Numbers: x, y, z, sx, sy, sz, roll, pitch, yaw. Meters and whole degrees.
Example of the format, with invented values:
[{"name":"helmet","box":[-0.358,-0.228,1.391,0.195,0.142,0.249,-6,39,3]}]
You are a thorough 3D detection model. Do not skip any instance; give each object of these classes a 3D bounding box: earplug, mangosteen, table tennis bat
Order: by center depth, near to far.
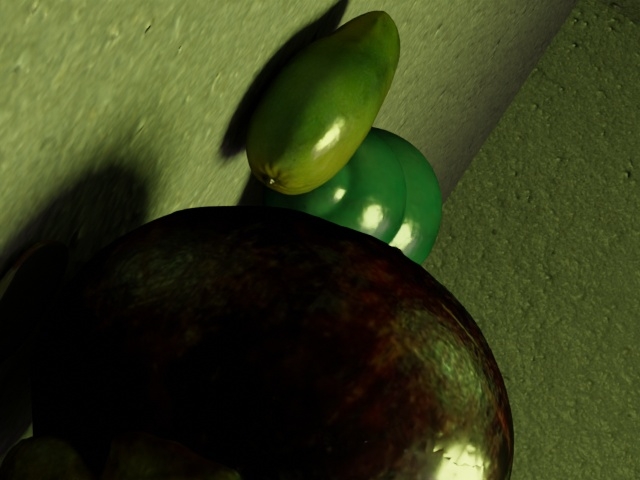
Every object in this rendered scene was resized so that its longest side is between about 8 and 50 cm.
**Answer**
[{"name":"table tennis bat","box":[-0.177,0.038,0.733,0.087,0.013,0.156,-57,173,3]},{"name":"mangosteen","box":[-0.045,0.132,0.823,0.330,0.330,0.330,-56,172,-12]},{"name":"earplug","box":[-0.007,-0.003,1.240,0.257,0.164,0.280,-29,159,1]}]

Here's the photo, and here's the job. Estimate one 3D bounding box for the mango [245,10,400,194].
[{"name":"mango","box":[0.006,-0.104,1.044,0.191,0.086,0.122,-46,163,-52]}]
